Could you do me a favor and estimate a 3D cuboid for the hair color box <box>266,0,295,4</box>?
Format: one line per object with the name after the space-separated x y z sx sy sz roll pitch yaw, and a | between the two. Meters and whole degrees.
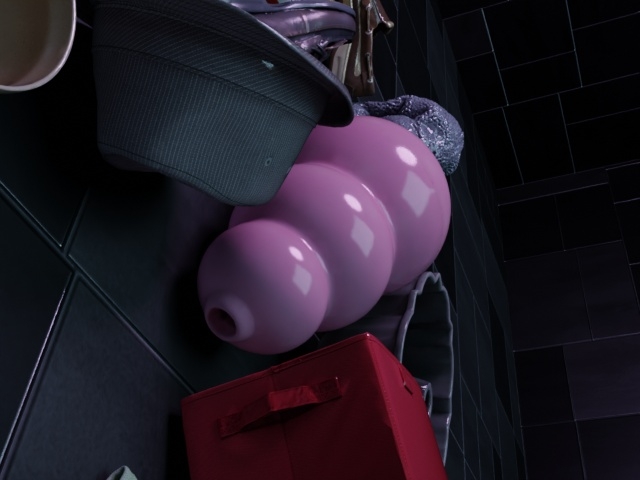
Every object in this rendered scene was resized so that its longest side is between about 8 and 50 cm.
-0.058 -0.345 1.079 0.167 0.053 0.093 -85 154 -42 | hair color box

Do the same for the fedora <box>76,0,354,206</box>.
-0.101 -0.103 0.629 0.275 0.243 0.124 16 93 -78 | fedora

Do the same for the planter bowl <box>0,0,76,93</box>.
-0.223 -0.144 0.401 0.162 0.109 0.162 -11 90 -71 | planter bowl

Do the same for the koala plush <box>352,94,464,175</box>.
0.124 -0.115 1.229 0.221 0.203 0.196 -71 143 -56 | koala plush

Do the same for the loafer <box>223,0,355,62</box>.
-0.055 -0.226 0.900 0.302 0.109 0.095 -19 100 -54 | loafer

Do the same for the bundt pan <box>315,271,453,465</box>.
0.076 0.199 0.966 0.331 0.124 0.331 2 90 -69 | bundt pan

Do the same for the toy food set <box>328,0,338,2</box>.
-0.005 -0.408 1.263 0.128 0.071 0.218 96 4 -45 | toy food set

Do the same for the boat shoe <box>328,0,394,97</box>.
0.075 -0.363 1.280 0.095 0.095 0.257 -61 160 -82 | boat shoe

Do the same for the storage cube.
0.012 0.222 0.675 0.215 0.183 0.193 52 20 -57 | storage cube

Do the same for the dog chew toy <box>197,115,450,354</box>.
0.000 0.000 0.810 0.332 0.206 0.207 -41 119 -46 | dog chew toy

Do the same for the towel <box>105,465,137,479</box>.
-0.107 0.356 0.509 0.325 0.038 0.248 64 21 -17 | towel
